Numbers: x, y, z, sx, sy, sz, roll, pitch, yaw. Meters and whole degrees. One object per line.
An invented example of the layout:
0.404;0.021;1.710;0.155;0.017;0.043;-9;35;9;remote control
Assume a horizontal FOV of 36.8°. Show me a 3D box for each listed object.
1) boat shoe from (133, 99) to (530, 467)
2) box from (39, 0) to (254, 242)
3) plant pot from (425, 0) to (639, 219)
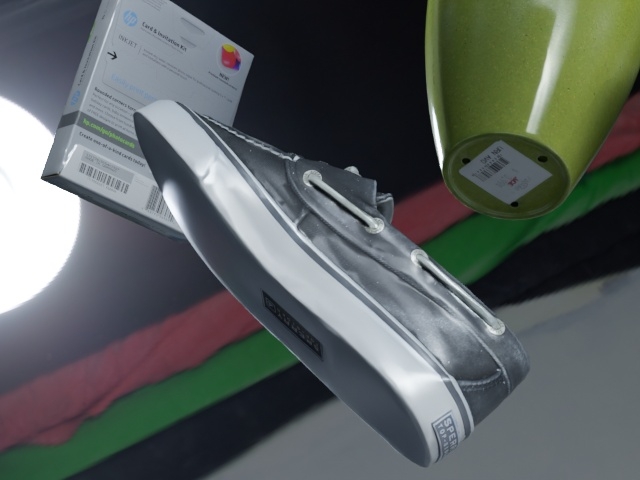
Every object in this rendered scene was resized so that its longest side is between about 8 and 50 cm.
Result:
0.000;0.000;0.599;0.102;0.301;0.108;-36;-30;-22;boat shoe
-0.143;-0.110;0.826;0.145;0.186;0.038;27;-19;-39;box
0.230;-0.176;1.096;0.275;0.293;0.274;12;-36;9;plant pot
